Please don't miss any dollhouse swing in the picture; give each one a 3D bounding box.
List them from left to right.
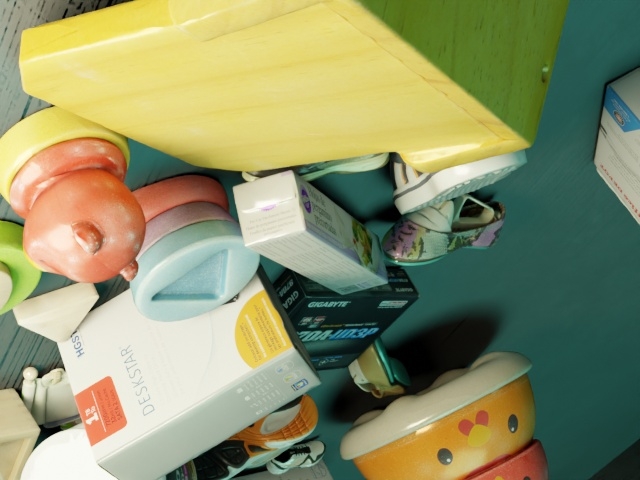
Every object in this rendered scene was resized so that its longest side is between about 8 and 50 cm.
[{"bbox_3d":[-0.011,-0.217,0.819,0.347,0.305,0.315,21,82,-56],"label":"dollhouse swing"}]

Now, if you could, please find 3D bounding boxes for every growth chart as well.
[{"bbox_3d":[-0.263,0.184,1.300,0.237,0.021,0.172,-10,147,-34],"label":"growth chart"}]

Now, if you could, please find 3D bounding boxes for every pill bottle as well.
[{"bbox_3d":[-0.255,0.301,1.295,0.162,0.162,0.278,-29,167,-1],"label":"pill bottle"}]

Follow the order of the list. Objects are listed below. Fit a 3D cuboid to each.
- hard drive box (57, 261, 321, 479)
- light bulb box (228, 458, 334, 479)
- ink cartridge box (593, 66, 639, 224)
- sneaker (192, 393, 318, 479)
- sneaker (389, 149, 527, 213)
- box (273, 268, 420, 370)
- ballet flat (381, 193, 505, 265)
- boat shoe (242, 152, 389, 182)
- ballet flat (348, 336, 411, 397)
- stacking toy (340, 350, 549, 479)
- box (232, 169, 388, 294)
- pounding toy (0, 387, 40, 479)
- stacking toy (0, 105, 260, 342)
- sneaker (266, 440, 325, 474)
[{"bbox_3d":[-0.144,0.126,1.130,0.232,0.181,0.089,-31,143,1],"label":"hard drive box"},{"bbox_3d":[-0.169,0.589,1.857,0.361,0.225,0.358,-2,142,-44],"label":"light bulb box"},{"bbox_3d":[0.421,-0.112,1.330,0.082,0.139,0.190,-30,154,-4],"label":"ink cartridge box"},{"bbox_3d":[-0.130,0.313,1.572,0.262,0.099,0.121,-15,154,-24],"label":"sneaker"},{"bbox_3d":[0.131,-0.108,1.095,0.126,0.127,0.321,-20,177,-6],"label":"sneaker"},{"bbox_3d":[0.000,0.107,1.390,0.220,0.051,0.175,3,139,-46],"label":"box"},{"bbox_3d":[0.158,-0.022,1.316,0.221,0.077,0.079,-8,125,-47],"label":"ballet flat"},{"bbox_3d":[-0.006,-0.091,1.056,0.152,0.056,0.049,-12,123,-15],"label":"boat shoe"},{"bbox_3d":[0.081,0.199,1.603,0.073,0.080,0.232,-22,153,8],"label":"ballet flat"},{"bbox_3d":[0.279,0.450,1.725,0.350,0.480,0.350,-27,172,-4],"label":"stacking toy"},{"bbox_3d":[0.000,0.000,1.131,0.067,0.063,0.324,-17,164,15],"label":"box"},{"bbox_3d":[-0.392,0.233,1.198,0.141,0.100,0.130,-2,128,-46],"label":"pounding toy"},{"bbox_3d":[-0.215,0.041,0.984,0.279,0.130,0.309,-38,151,15],"label":"stacking toy"},{"bbox_3d":[-0.038,0.368,1.811,0.109,0.040,0.044,-17,148,-23],"label":"sneaker"}]
